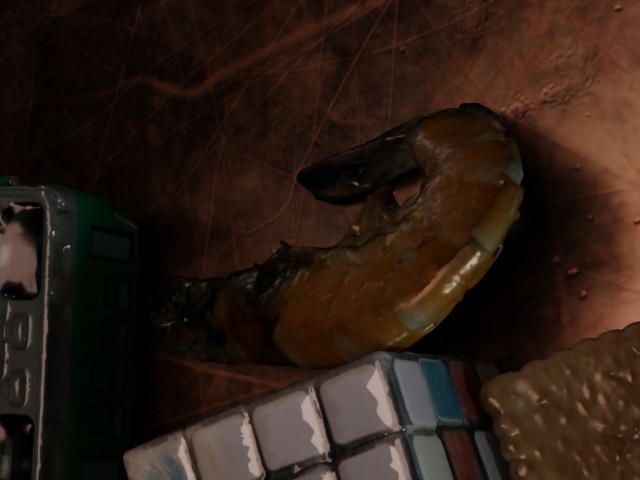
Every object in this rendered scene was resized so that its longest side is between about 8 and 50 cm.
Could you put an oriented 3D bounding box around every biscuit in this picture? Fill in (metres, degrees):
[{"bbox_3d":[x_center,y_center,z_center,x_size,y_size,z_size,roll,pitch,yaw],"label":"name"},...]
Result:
[{"bbox_3d":[0.272,0.223,1.417,0.217,0.044,0.324,-21,74,1],"label":"biscuit"}]

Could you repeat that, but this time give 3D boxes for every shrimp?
[{"bbox_3d":[0.000,0.000,1.559,0.445,0.085,0.272,-15,41,47],"label":"shrimp"}]

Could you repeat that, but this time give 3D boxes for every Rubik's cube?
[{"bbox_3d":[0.033,0.248,1.460,0.256,0.253,0.259,-26,74,23],"label":"Rubik's cube"}]

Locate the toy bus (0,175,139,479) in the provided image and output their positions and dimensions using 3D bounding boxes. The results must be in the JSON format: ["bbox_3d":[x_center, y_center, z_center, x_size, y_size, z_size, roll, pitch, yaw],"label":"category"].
[{"bbox_3d":[-0.274,0.119,1.672,0.184,0.199,0.343,1,85,26],"label":"toy bus"}]
